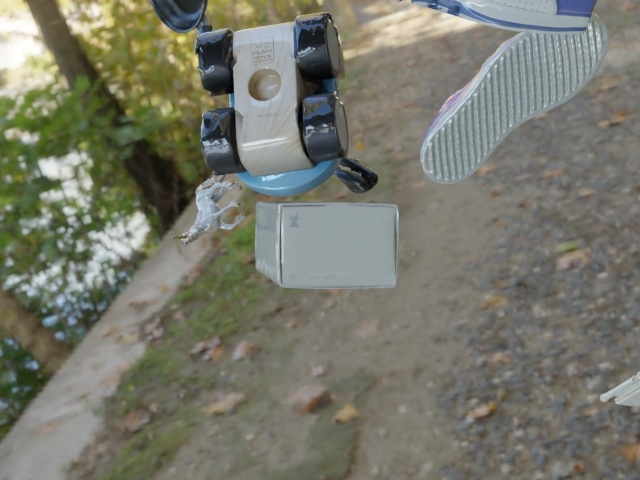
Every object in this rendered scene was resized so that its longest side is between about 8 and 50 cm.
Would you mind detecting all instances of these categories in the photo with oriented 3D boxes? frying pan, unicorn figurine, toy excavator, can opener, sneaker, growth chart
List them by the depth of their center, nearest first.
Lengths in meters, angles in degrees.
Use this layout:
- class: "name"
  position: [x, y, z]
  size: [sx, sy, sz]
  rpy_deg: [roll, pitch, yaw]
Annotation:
- class: "sneaker"
  position: [0.163, -0.338, 1.205]
  size: [0.316, 0.182, 0.127]
  rpy_deg: [14, 18, 4]
- class: "sneaker"
  position: [0.238, -0.201, 1.407]
  size: [0.282, 0.102, 0.161]
  rpy_deg: [-38, 10, 21]
- class: "unicorn figurine"
  position: [-0.185, -0.047, 1.870]
  size: [0.111, 0.060, 0.162]
  rpy_deg: [-22, 32, 11]
- class: "toy excavator"
  position: [-0.043, -0.253, 1.933]
  size: [0.222, 0.433, 0.445]
  rpy_deg: [-8, -20, 12]
- class: "growth chart"
  position: [0.635, 0.279, 2.007]
  size: [0.237, 0.021, 0.172]
  rpy_deg: [10, -27, -21]
- class: "can opener"
  position: [0.038, -0.148, 2.172]
  size: [0.186, 0.073, 0.059]
  rpy_deg: [35, 84, 36]
- class: "frying pan"
  position: [-0.250, -0.480, 2.225]
  size: [0.053, 0.326, 0.197]
  rpy_deg: [-26, -29, -38]

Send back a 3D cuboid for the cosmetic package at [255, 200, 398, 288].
- class: "cosmetic package"
  position: [0.000, 0.000, 1.552]
  size: [0.160, 0.113, 0.309]
  rpy_deg: [1, 3, -8]
